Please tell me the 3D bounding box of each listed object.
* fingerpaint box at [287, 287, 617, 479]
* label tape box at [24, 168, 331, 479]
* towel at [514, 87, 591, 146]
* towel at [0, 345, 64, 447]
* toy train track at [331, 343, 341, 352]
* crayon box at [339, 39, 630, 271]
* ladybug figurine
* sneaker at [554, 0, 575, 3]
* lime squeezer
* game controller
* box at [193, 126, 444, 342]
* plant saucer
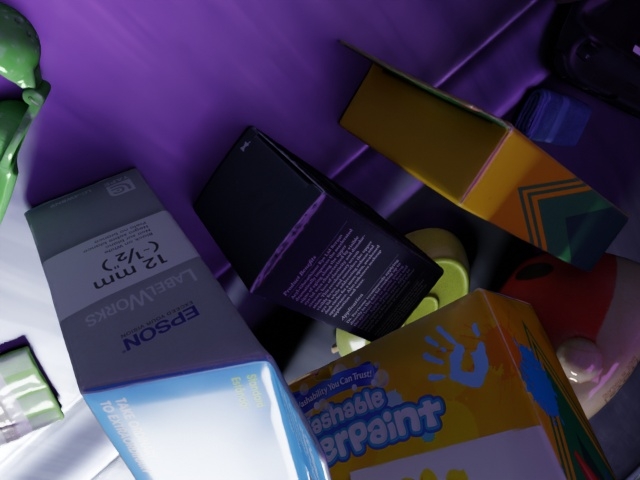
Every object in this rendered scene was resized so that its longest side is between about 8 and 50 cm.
[{"bbox_3d":[0.068,0.312,0.561,0.444,0.371,0.163,-33,151,27],"label":"fingerpaint box"},{"bbox_3d":[-0.110,0.131,0.450,0.115,0.348,0.249,-24,131,-18],"label":"label tape box"},{"bbox_3d":[0.312,-0.164,0.753,0.119,0.029,0.067,4,118,-35],"label":"towel"},{"bbox_3d":[-0.344,0.174,0.547,0.151,0.023,0.113,-22,131,-21],"label":"towel"},{"bbox_3d":[0.049,0.135,0.793,0.083,0.014,0.048,-21,128,-25],"label":"toy train track"},{"bbox_3d":[0.160,-0.082,0.590,0.318,0.202,0.081,20,108,-40],"label":"crayon box"},{"bbox_3d":[0.303,0.131,0.776,0.305,0.162,0.449,-52,164,1],"label":"ladybug figurine"},{"bbox_3d":[0.241,-0.303,0.569,0.227,0.087,0.130,-20,123,-28],"label":"sneaker"},{"bbox_3d":[-0.250,-0.099,0.400,0.109,0.059,0.311,-17,129,-24],"label":"lime squeezer"},{"bbox_3d":[0.422,-0.265,0.747,0.319,0.067,0.167,7,102,-37],"label":"game controller"},{"bbox_3d":[0.000,0.000,0.571,0.207,0.153,0.108,29,102,-42],"label":"box"},{"bbox_3d":[0.131,0.098,0.795,0.240,0.037,0.241,-18,126,-27],"label":"plant saucer"}]
